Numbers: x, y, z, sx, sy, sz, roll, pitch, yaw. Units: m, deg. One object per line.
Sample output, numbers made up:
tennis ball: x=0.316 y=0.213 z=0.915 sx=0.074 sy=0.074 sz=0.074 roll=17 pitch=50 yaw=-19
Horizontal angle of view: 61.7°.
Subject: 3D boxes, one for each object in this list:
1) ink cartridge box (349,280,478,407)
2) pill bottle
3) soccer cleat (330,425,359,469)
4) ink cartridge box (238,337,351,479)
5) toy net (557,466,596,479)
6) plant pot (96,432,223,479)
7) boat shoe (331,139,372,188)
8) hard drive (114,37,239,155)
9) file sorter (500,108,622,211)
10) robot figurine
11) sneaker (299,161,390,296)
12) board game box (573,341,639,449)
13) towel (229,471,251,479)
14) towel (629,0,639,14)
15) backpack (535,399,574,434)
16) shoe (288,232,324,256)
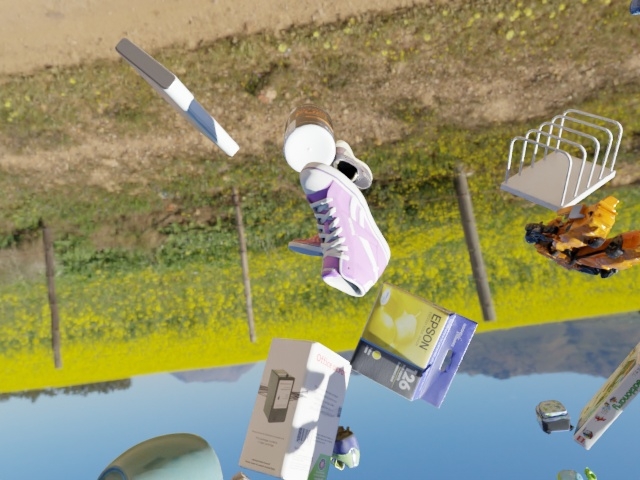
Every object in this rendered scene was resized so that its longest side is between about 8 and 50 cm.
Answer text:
ink cartridge box: x=0.278 y=0.325 z=1.652 sx=0.307 sy=0.304 sz=0.072 roll=24 pitch=-170 yaw=18
pill bottle: x=-0.030 y=-0.279 z=1.402 sx=0.130 sy=0.131 sz=0.246 roll=-7 pitch=-150 yaw=2
soccer cleat: x=0.024 y=0.614 z=1.580 sx=0.093 sy=0.121 sz=0.289 roll=-11 pitch=168 yaw=-27
ink cartridge box: x=-0.046 y=0.371 z=1.168 sx=0.114 sy=0.273 sz=0.198 roll=1 pitch=155 yaw=30
toy net: x=0.706 y=0.698 z=1.372 sx=0.122 sy=0.232 sz=0.045 roll=18 pitch=126 yaw=-28
plant pot: x=-0.390 y=0.578 z=1.201 sx=0.290 sy=0.291 sz=0.195 roll=-14 pitch=152 yaw=32
boat shoe: x=0.105 y=-0.250 z=1.929 sx=0.102 sy=0.093 sz=0.285 roll=-12 pitch=151 yaw=23
hard drive: x=-0.331 y=-0.332 z=1.279 sx=0.040 sy=0.203 sz=0.307 roll=-49 pitch=156 yaw=-2
file sorter: x=0.678 y=-0.235 z=1.499 sx=0.277 sy=0.173 sz=0.192 roll=-28 pitch=-138 yaw=-29
robot figurine: x=0.556 y=-0.001 z=1.114 sx=0.211 sy=0.085 sz=0.291 roll=31 pitch=172 yaw=1
sneaker: x=0.032 y=-0.013 z=1.068 sx=0.102 sy=0.282 sz=0.161 roll=-18 pitch=-155 yaw=47
board game box: x=0.857 y=0.448 z=1.562 sx=0.193 sy=0.053 sz=0.305 roll=-18 pitch=138 yaw=-55
towel: x=-0.153 y=0.519 z=0.825 sx=0.282 sy=0.187 sz=0.049 roll=-50 pitch=173 yaw=1
towel: x=0.524 y=-0.378 z=0.791 sx=0.029 sy=0.067 sz=0.119 roll=43 pitch=160 yaw=-23
backpack: x=0.806 y=0.607 z=1.869 sx=0.104 sy=0.084 sz=0.114 roll=-10 pitch=-172 yaw=3
shoe: x=0.000 y=0.000 z=1.534 sx=0.177 sy=0.081 sz=0.063 roll=8 pitch=163 yaw=11
